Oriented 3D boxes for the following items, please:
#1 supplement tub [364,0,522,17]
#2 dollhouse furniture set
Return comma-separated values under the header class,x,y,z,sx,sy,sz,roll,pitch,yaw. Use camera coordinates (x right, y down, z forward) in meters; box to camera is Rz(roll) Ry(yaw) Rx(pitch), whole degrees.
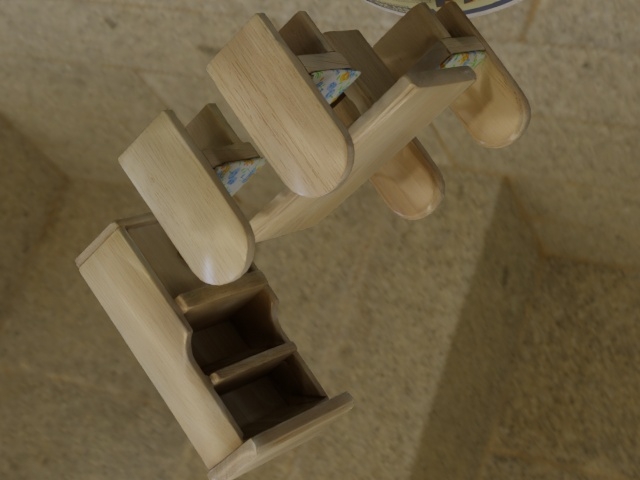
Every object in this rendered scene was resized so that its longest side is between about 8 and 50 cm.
class,x,y,z,sx,sy,sz,roll,pitch,yaw
supplement tub,0.045,-0.266,0.791,0.235,0.325,0.235,-1,-92,18
dollhouse furniture set,0.000,0.000,0.796,0.242,0.212,0.161,-42,-103,31
